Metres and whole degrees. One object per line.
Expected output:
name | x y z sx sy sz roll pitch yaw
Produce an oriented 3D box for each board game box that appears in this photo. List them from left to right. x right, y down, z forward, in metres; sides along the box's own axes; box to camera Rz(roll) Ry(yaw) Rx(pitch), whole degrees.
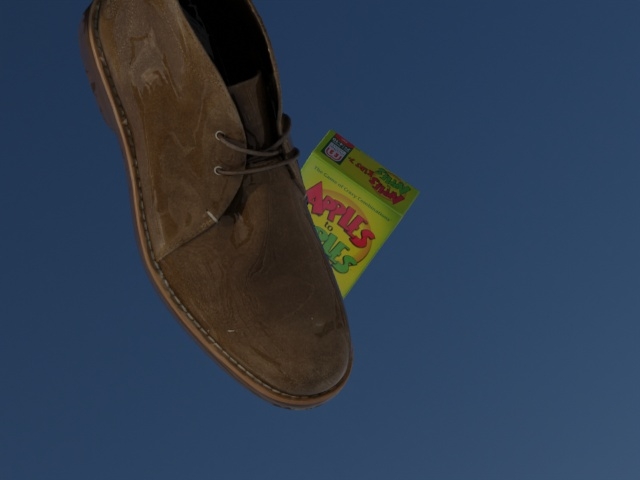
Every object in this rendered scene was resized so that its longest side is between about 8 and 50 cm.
board game box | 0.000 0.000 1.375 0.181 0.092 0.043 -56 -3 41

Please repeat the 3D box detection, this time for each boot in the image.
boot | -0.055 -0.041 0.989 0.112 0.305 0.115 -22 -7 -32
